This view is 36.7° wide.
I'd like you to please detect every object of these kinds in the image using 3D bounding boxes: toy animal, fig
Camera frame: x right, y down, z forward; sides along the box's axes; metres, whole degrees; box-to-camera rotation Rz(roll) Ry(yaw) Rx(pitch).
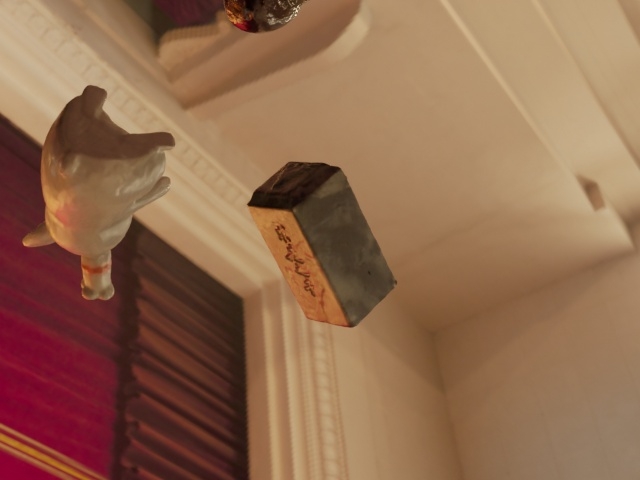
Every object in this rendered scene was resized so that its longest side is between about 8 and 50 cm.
[{"bbox_3d":[-0.269,-0.053,1.151,0.138,0.141,0.282,-59,178,-33],"label":"toy animal"},{"bbox_3d":[-0.070,-0.362,1.426,0.103,0.155,0.109,66,-29,15],"label":"fig"}]

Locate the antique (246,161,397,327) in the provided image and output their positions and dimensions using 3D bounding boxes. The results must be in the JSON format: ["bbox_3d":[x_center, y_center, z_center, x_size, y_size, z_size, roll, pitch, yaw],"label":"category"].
[{"bbox_3d":[0.000,0.000,1.099,0.088,0.183,0.086,6,-139,49],"label":"antique"}]
